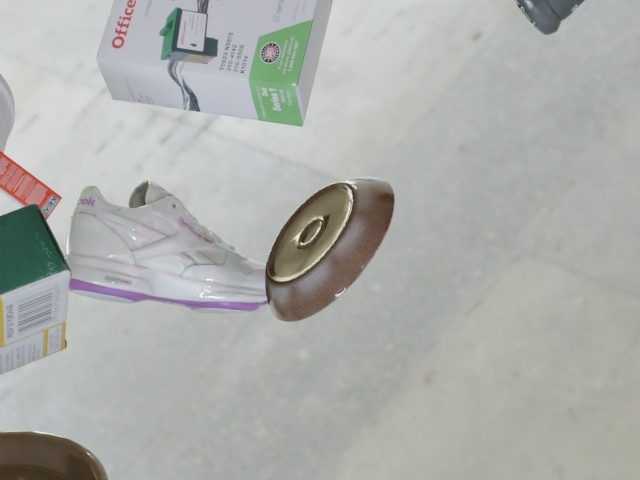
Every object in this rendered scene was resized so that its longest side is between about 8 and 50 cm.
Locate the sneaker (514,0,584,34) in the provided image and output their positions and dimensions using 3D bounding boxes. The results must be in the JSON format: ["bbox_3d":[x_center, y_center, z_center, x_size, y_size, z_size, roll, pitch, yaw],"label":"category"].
[{"bbox_3d":[0.232,-0.370,1.841,0.106,0.267,0.101,-36,31,13],"label":"sneaker"}]

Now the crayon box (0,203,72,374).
[{"bbox_3d":[-0.397,0.093,1.434,0.323,0.083,0.203,-23,-18,-20],"label":"crayon box"}]

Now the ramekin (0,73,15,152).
[{"bbox_3d":[-0.592,-0.161,2.309,0.273,0.273,0.127,-27,49,26],"label":"ramekin"}]

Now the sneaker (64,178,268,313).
[{"bbox_3d":[-0.160,0.009,1.856,0.114,0.305,0.152,-9,74,56],"label":"sneaker"}]

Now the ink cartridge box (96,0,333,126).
[{"bbox_3d":[-0.111,-0.222,1.645,0.219,0.092,0.160,8,67,9],"label":"ink cartridge box"}]

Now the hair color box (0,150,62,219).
[{"bbox_3d":[-0.423,-0.086,2.090,0.072,0.141,0.043,26,79,45],"label":"hair color box"}]

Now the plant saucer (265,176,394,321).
[{"bbox_3d":[0.000,0.000,1.739,0.198,0.036,0.198,-38,29,25],"label":"plant saucer"}]

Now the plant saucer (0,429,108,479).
[{"bbox_3d":[-0.328,0.269,1.427,0.278,0.041,0.278,-8,28,4],"label":"plant saucer"}]
